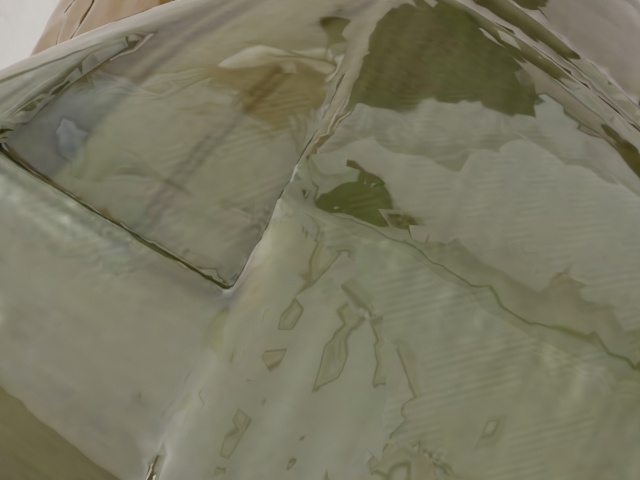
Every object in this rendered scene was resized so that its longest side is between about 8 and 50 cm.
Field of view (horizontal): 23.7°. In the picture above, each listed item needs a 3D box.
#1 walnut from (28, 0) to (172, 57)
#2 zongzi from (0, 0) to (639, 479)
[{"bbox_3d":[0.000,0.000,0.823,0.308,0.398,0.354,-13,148,8],"label":"walnut"},{"bbox_3d":[0.134,0.055,0.436,0.447,0.418,0.181,37,136,5],"label":"zongzi"}]
